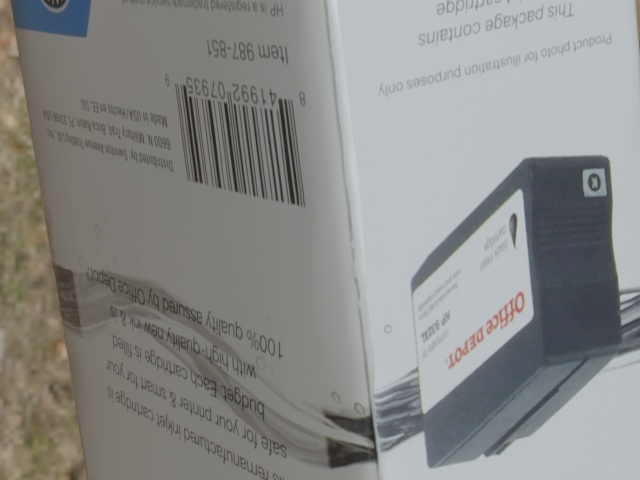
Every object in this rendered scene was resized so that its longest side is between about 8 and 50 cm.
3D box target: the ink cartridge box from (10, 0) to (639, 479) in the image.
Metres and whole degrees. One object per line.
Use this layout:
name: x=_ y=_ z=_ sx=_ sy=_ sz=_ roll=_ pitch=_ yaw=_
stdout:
ink cartridge box: x=0.000 y=0.000 z=0.562 sx=0.223 sy=0.129 sz=0.307 roll=16 pitch=-63 yaw=54
